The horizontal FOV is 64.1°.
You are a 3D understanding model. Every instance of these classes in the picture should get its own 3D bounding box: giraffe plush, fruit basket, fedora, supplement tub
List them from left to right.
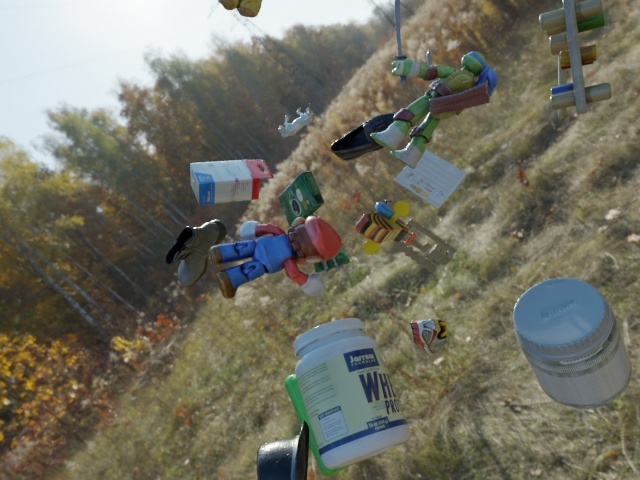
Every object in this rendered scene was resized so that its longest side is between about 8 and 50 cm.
[{"bbox_3d":[-0.217,-0.726,1.421,0.210,0.181,0.170,-41,28,-5],"label":"giraffe plush"},{"bbox_3d":[-0.117,0.690,1.524,0.334,0.152,0.334,4,-90,-88],"label":"fedora"},{"bbox_3d":[0.042,0.635,1.867,0.283,0.392,0.392,-12,-14,-34],"label":"fruit basket"},{"bbox_3d":[0.070,0.390,1.321,0.235,0.325,0.235,-17,-26,-8],"label":"supplement tub"}]

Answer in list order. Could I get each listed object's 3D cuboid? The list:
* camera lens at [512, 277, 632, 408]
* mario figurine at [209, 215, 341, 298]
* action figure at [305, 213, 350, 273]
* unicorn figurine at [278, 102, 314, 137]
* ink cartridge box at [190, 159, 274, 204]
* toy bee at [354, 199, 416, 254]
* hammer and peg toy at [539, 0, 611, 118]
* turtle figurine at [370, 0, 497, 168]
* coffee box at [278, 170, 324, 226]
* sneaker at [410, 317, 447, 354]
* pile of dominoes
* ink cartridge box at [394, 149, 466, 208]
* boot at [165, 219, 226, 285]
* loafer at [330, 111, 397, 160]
[{"bbox_3d":[0.603,0.251,1.227,0.219,0.274,0.219,-25,34,18],"label":"camera lens"},{"bbox_3d":[-0.101,0.045,1.264,0.320,0.198,0.170,-15,16,-14],"label":"mario figurine"},{"bbox_3d":[0.000,0.000,1.810,0.137,0.232,0.063,-21,12,11],"label":"action figure"},{"bbox_3d":[-0.068,-0.387,1.651,0.162,0.060,0.111,-48,32,25],"label":"unicorn figurine"},{"bbox_3d":[-0.272,-0.183,1.571,0.134,0.231,0.078,-124,34,-47],"label":"ink cartridge box"},{"bbox_3d":[0.223,-0.049,1.594,0.298,0.162,0.195,-43,-12,-46],"label":"toy bee"},{"bbox_3d":[0.636,-0.441,1.265,0.127,0.266,0.361,-7,11,29],"label":"hammer and peg toy"},{"bbox_3d":[0.211,-0.315,1.117,0.266,0.274,0.198,-54,-9,7],"label":"turtle figurine"},{"bbox_3d":[-0.062,-0.126,1.581,0.040,0.113,0.184,-16,-12,-33],"label":"coffee box"},{"bbox_3d":[0.345,0.288,1.540,0.092,0.225,0.088,-17,65,19],"label":"sneaker"},{"bbox_3d":[0.439,0.019,2.170,0.196,0.251,0.040,-51,7,49],"label":"pile of dominoes"},{"bbox_3d":[0.381,-0.210,1.802,0.232,0.189,0.066,-47,-15,-31],"label":"ink cartridge box"},{"bbox_3d":[-0.378,0.041,1.431,0.246,0.083,0.161,-54,-16,26],"label":"boot"},{"bbox_3d":[0.168,-0.380,1.877,0.302,0.109,0.095,-25,-19,37],"label":"loafer"}]
